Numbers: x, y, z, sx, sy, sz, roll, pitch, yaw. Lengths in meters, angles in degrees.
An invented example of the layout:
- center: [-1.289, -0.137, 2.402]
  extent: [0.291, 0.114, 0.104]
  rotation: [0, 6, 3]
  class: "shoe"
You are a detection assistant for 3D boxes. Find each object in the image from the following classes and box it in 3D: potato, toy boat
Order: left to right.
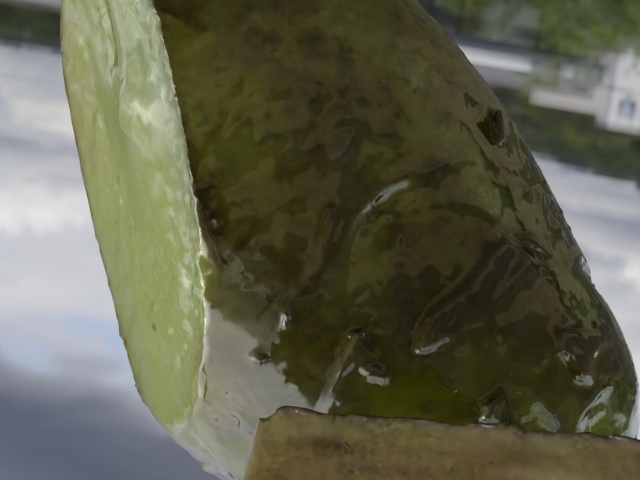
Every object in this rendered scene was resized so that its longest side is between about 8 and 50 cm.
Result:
- center: [0.000, 0.000, 0.744]
  extent: [0.176, 0.298, 0.141]
  rotation: [-38, -178, -32]
  class: "potato"
- center: [0.065, 0.096, 0.555]
  extent: [0.188, 0.061, 0.116]
  rotation: [5, 155, 8]
  class: "toy boat"
